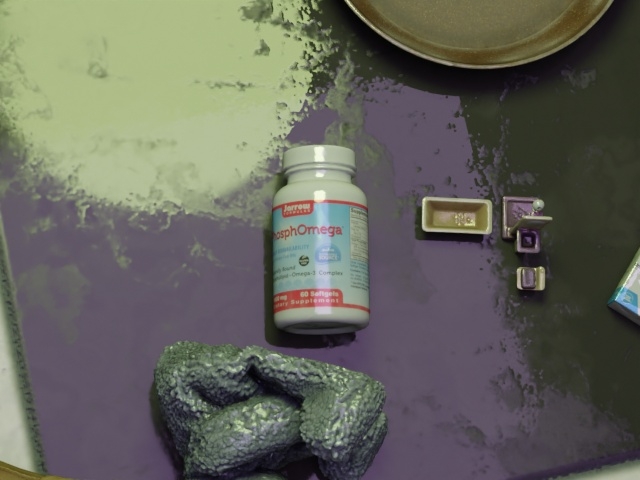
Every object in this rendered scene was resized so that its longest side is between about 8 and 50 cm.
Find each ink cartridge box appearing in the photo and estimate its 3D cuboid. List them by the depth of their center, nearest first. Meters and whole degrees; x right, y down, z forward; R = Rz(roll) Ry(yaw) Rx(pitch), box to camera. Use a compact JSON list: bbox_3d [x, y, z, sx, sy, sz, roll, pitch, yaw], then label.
[{"bbox_3d":[0.308,0.035,1.720,0.048,0.028,0.083,32,76,0],"label":"ink cartridge box"}]

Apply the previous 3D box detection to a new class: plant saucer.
[{"bbox_3d":[0.141,-0.305,1.759,0.311,0.050,0.310,1,79,-7],"label":"plant saucer"}]

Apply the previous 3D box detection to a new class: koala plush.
[{"bbox_3d":[-0.065,0.210,1.568,0.203,0.196,0.221,14,77,8],"label":"koala plush"}]

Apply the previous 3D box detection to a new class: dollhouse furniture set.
[{"bbox_3d":[0.152,-0.006,1.682,0.114,0.081,0.091,3,78,-6],"label":"dollhouse furniture set"}]

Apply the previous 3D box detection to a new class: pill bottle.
[{"bbox_3d":[0.000,0.000,1.659,0.087,0.087,0.160,0,78,-7],"label":"pill bottle"}]

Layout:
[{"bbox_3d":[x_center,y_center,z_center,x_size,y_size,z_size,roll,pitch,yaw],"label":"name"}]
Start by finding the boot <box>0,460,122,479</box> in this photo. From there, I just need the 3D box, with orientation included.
[{"bbox_3d":[-0.257,0.273,1.539,0.269,0.089,0.236,7,109,27],"label":"boot"}]
